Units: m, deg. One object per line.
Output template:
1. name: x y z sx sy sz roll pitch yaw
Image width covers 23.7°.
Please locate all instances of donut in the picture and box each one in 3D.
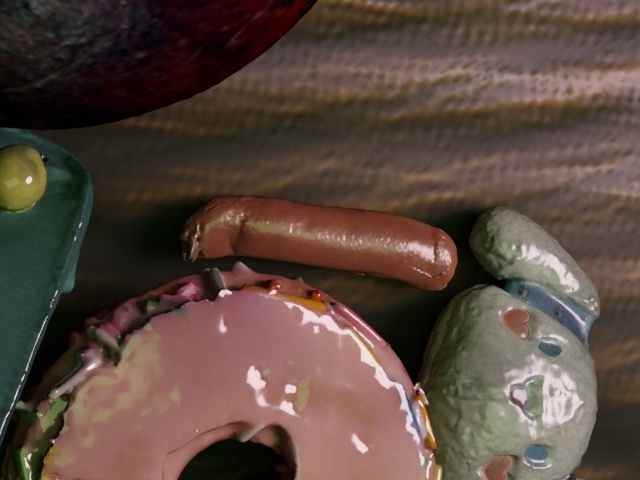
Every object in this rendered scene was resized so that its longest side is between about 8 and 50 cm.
1. donut: -0.043 0.115 0.796 0.199 0.085 0.233 -45 108 -14

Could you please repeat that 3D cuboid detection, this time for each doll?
1. doll: 0.103 0.088 0.849 0.103 0.071 0.214 13 77 -19

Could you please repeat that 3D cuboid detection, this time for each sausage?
1. sausage: 0.000 0.000 0.831 0.157 0.036 0.042 6 58 -17

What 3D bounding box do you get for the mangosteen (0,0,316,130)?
1. mangosteen: -0.131 -0.205 0.619 0.359 0.306 0.306 27 86 -59

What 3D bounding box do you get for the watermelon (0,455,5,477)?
1. watermelon: -0.167 0.202 0.799 0.098 0.158 0.121 30 131 -31

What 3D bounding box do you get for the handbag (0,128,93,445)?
1. handbag: -0.250 0.028 0.656 0.268 0.100 0.274 24 56 -8

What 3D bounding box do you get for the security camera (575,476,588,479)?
1. security camera: 0.113 0.284 0.871 0.157 0.080 0.302 15 79 -2
